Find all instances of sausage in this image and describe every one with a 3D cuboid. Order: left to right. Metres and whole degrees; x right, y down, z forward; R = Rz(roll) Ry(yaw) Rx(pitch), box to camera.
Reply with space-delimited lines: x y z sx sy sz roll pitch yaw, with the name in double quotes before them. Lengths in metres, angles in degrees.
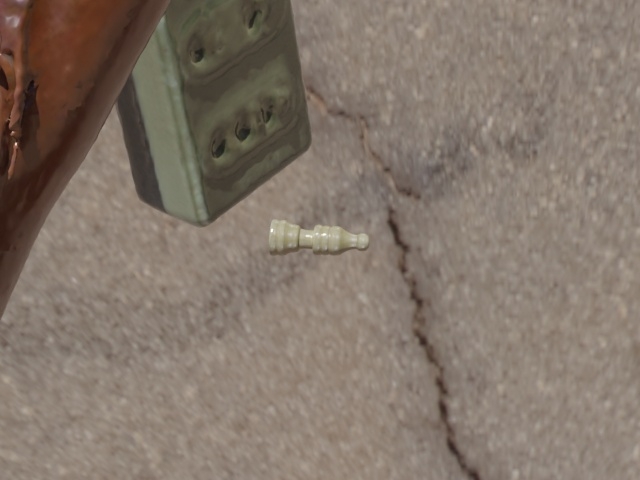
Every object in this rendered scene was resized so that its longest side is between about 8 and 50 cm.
"sausage" -0.093 -0.045 0.453 0.087 0.079 0.326 29 90 25

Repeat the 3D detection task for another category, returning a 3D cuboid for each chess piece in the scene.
"chess piece" 0.000 0.000 1.412 0.092 0.035 0.035 4 70 5

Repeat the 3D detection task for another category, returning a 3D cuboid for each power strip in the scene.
"power strip" -0.072 -0.136 0.843 0.070 0.256 0.105 22 48 36
